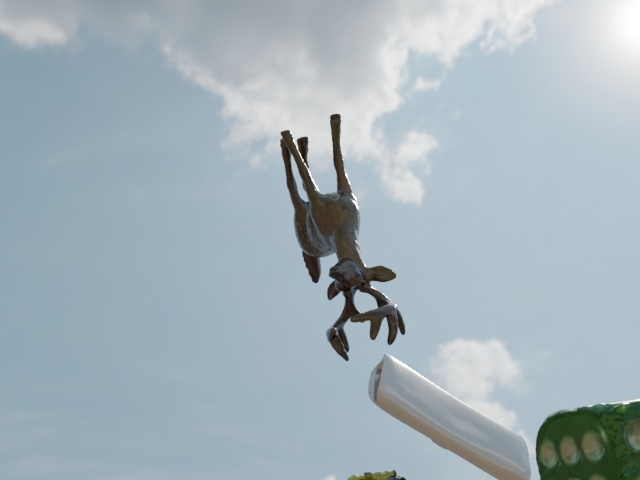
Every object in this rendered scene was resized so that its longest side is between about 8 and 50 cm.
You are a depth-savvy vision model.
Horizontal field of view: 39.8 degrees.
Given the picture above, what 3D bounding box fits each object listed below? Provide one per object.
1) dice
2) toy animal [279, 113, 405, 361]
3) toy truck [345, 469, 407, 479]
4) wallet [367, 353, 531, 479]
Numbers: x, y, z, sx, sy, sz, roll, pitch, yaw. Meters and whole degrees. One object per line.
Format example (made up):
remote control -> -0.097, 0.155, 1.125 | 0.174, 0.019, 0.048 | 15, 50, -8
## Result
dice -> 0.310, 0.234, 0.925 | 0.120, 0.131, 0.128 | 1, -15, -25
toy animal -> 0.019, -0.005, 0.991 | 0.087, 0.243, 0.260 | -14, -91, -4
toy truck -> 0.096, 0.579, 1.677 | 0.157, 0.272, 0.124 | 8, -40, -25
wallet -> 0.090, 0.127, 0.616 | 0.122, 0.061, 0.025 | 32, -75, -4
